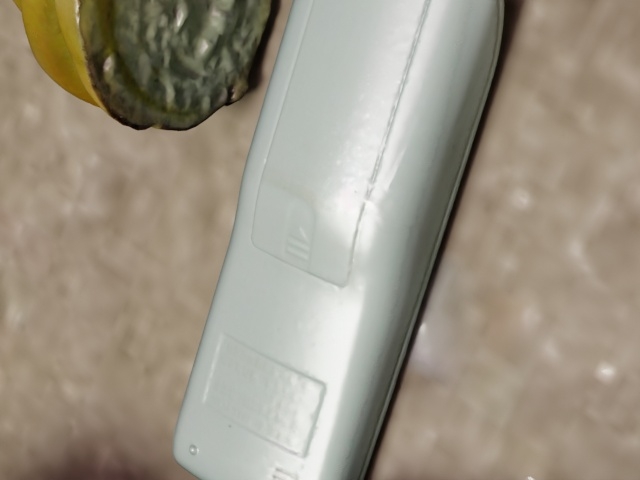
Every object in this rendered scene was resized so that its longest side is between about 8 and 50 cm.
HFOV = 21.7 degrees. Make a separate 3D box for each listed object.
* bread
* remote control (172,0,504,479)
[{"bbox_3d":[-0.058,-0.118,0.466,0.094,0.083,0.157,28,108,42],"label":"bread"},{"bbox_3d":[0.000,0.000,0.454,0.061,0.029,0.162,24,105,32],"label":"remote control"}]
